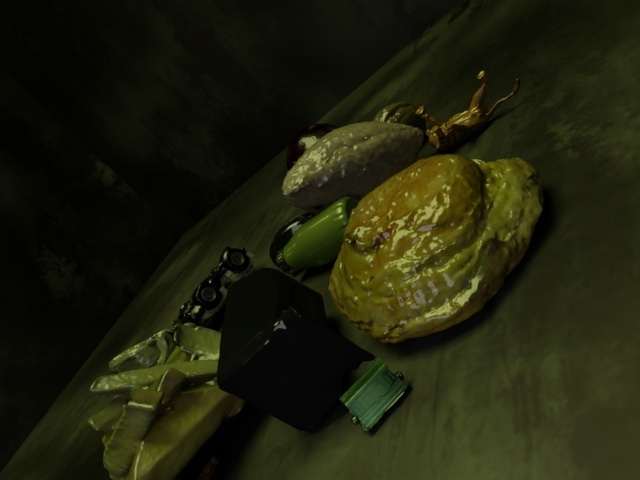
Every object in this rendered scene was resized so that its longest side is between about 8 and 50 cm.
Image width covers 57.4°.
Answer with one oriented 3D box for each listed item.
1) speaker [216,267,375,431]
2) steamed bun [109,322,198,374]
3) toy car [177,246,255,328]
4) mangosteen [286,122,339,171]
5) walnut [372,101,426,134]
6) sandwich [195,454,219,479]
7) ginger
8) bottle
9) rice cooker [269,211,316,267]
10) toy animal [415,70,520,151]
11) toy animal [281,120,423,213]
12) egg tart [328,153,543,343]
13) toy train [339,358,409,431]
[{"bbox_3d":[-0.048,0.139,0.969,0.184,0.180,0.388,-55,15,11],"label":"speaker"},{"bbox_3d":[-0.413,0.321,1.539,0.211,0.144,0.218,-32,-11,16],"label":"steamed bun"},{"bbox_3d":[-0.315,0.155,1.742,0.193,0.118,0.301,-39,16,50],"label":"toy car"},{"bbox_3d":[0.044,-0.236,1.705,0.289,0.231,0.231,-18,6,-22],"label":"mangosteen"},{"bbox_3d":[0.201,-0.292,1.547,0.162,0.140,0.140,-35,12,-21],"label":"walnut"},{"bbox_3d":[-0.231,0.427,1.019,0.135,0.029,0.067,-49,15,-19],"label":"sandwich"},{"bbox_3d":[-0.279,0.265,1.065,0.358,0.211,0.413,-43,26,-7],"label":"ginger"},{"bbox_3d":[0.000,0.000,1.354,0.260,0.112,0.112,-32,21,38],"label":"bottle"},{"bbox_3d":[-0.056,0.001,1.492,0.165,0.112,0.106,-42,10,7],"label":"rice cooker"},{"bbox_3d":[0.327,-0.268,1.281,0.255,0.116,0.114,-24,49,40],"label":"toy animal"},{"bbox_3d":[0.082,-0.171,1.393,0.358,0.188,0.226,-22,-22,0],"label":"toy animal"},{"bbox_3d":[0.151,-0.005,0.890,0.351,0.153,0.339,-13,37,43],"label":"egg tart"},{"bbox_3d":[0.071,0.204,0.778,0.093,0.056,0.038,-44,12,-8],"label":"toy train"}]
